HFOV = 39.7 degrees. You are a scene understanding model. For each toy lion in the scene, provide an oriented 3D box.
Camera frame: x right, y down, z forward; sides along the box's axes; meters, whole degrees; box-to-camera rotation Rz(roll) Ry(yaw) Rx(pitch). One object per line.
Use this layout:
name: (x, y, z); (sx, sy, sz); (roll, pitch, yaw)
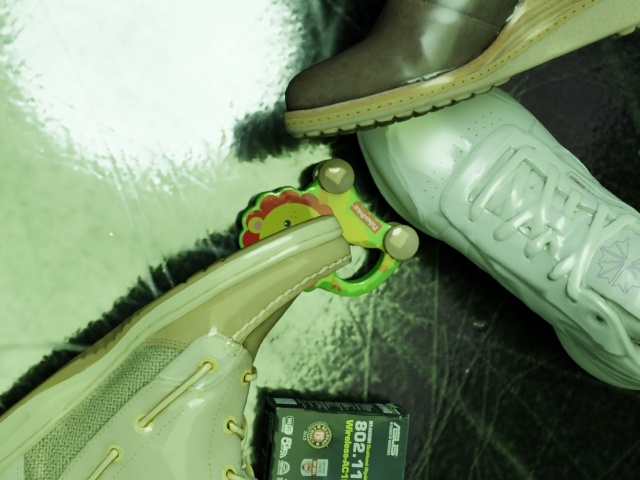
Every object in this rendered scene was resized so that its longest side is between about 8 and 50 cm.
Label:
toy lion: (0.000, 0.000, 0.588); (0.100, 0.034, 0.096); (44, 88, -11)

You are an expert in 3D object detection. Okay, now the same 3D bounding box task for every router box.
router box: (0.005, 0.168, 0.587); (0.092, 0.038, 0.122); (5, 90, -14)

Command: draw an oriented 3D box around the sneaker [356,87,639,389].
sneaker: (0.159, -0.011, 0.563); (0.305, 0.152, 0.114); (39, 85, -10)

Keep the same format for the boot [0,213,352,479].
boot: (-0.049, 0.127, 0.517); (0.262, 0.095, 0.203); (-37, 86, -2)

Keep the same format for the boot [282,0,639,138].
boot: (0.066, -0.182, 0.483); (0.249, 0.090, 0.206); (-22, 94, 5)
